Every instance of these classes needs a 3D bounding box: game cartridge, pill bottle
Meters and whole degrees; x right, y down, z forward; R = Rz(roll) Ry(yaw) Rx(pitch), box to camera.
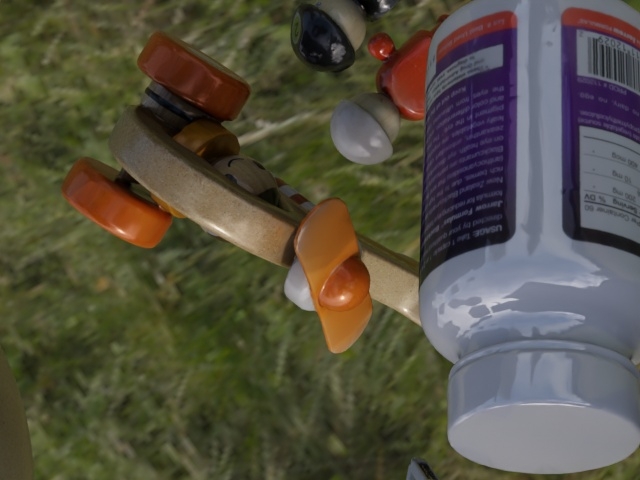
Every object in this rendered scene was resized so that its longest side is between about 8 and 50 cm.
[{"bbox_3d":[0.082,0.214,1.490,0.017,0.083,0.056,13,98,-9],"label":"game cartridge"},{"bbox_3d":[0.097,-0.003,0.787,0.108,0.108,0.193,-19,54,36],"label":"pill bottle"}]

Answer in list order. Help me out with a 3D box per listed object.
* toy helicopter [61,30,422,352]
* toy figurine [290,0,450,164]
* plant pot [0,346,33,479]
[{"bbox_3d":[0.000,0.000,1.332,0.140,0.355,0.235,-58,39,6],"label":"toy helicopter"},{"bbox_3d":[0.096,-0.115,1.377,0.209,0.148,0.213,39,165,28],"label":"toy figurine"},{"bbox_3d":[-0.288,0.164,1.124,0.191,0.284,0.284,38,127,39],"label":"plant pot"}]
